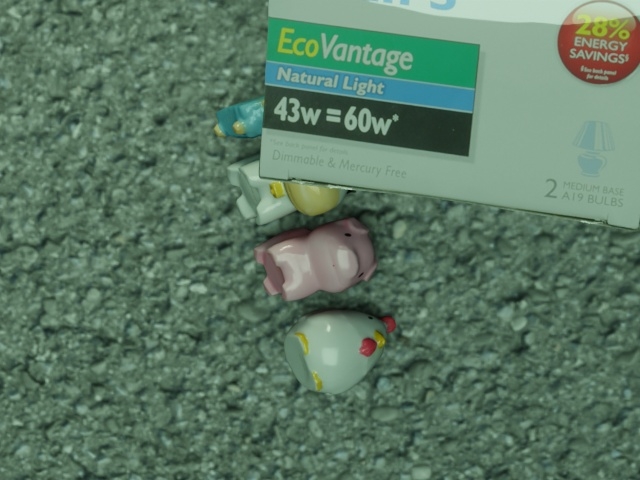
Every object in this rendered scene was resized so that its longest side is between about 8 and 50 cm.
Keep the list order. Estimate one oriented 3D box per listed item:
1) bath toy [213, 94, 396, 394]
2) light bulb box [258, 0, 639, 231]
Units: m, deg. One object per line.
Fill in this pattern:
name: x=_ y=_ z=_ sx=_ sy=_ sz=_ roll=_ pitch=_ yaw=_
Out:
bath toy: x=0.000 y=0.000 z=1.914 sx=0.129 sy=0.151 sz=0.348 roll=-22 pitch=107 yaw=-21
light bulb box: x=0.154 y=-0.193 z=1.651 sx=0.358 sy=0.361 sz=0.225 roll=8 pitch=113 yaw=10
